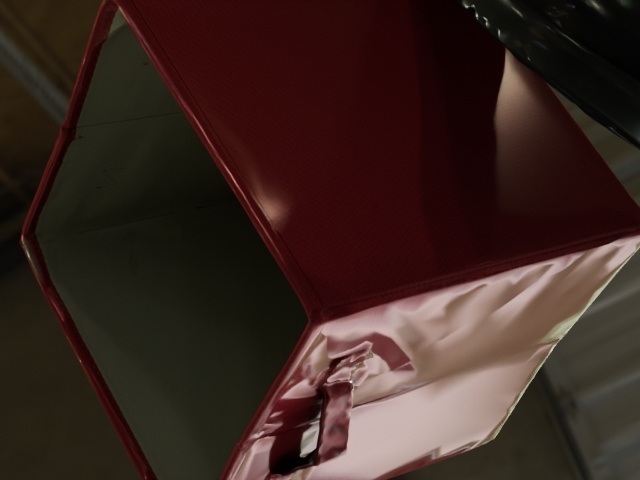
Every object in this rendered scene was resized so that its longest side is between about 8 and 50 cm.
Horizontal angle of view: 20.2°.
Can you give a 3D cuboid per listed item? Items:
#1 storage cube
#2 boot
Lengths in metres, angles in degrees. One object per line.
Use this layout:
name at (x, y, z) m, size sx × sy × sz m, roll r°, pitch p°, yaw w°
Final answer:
storage cube at (0.000, 0.000, 0.846) m, size 0.193 × 0.215 × 0.183 m, roll -14°, pitch -32°, yaw -34°
boot at (0.142, -0.165, 0.738) m, size 0.094 × 0.246 × 0.207 m, roll 34°, pitch -74°, yaw -21°
